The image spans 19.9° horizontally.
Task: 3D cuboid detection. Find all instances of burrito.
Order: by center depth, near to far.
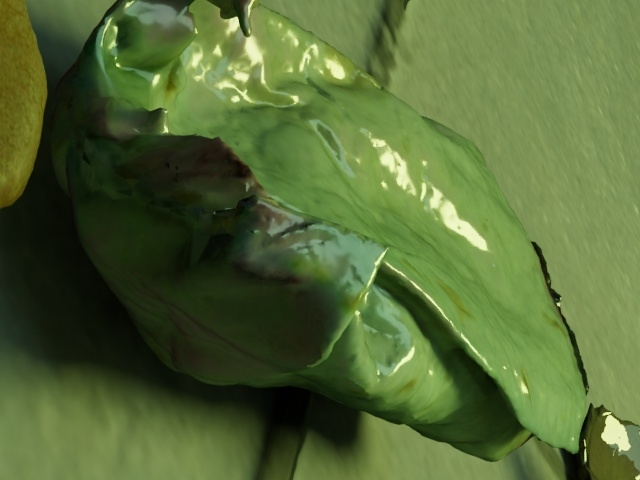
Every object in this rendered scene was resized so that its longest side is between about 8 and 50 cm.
[{"bbox_3d":[0.000,0.000,0.553,0.229,0.089,0.144,25,33,-59],"label":"burrito"}]

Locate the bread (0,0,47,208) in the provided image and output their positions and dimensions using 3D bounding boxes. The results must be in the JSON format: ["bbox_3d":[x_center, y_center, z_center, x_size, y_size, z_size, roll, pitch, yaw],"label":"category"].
[{"bbox_3d":[-0.114,-0.040,0.355,0.128,0.069,0.140,46,31,-43],"label":"bread"}]

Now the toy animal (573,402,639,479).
[{"bbox_3d":[0.187,0.155,0.833,0.214,0.093,0.186,14,61,-71],"label":"toy animal"}]
